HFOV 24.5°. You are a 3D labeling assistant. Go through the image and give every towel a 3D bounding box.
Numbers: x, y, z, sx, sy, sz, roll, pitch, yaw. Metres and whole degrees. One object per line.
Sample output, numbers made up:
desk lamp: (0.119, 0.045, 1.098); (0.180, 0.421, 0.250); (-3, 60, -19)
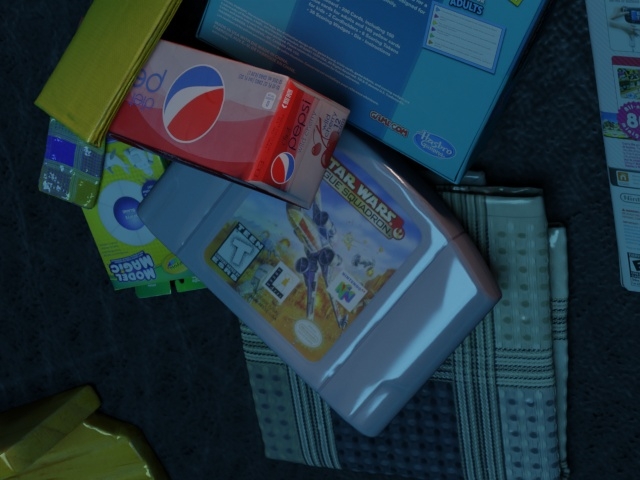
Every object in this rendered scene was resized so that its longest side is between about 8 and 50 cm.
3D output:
towel: (-0.228, -0.071, 1.354); (0.060, 0.009, 0.083); (24, 122, 10)
towel: (-0.151, -0.196, 1.216); (0.102, 0.021, 0.237); (36, 96, 46)
towel: (0.073, 0.080, 1.357); (0.312, 0.056, 0.324); (4, 119, 21)

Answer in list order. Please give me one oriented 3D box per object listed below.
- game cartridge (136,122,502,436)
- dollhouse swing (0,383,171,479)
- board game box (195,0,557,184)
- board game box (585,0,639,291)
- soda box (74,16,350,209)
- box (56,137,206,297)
game cartridge: (0.000, 0.000, 1.266); (0.297, 0.062, 0.198); (43, 115, 10)
dollhouse swing: (-0.315, 0.396, 1.500); (0.315, 0.305, 0.347); (-20, 107, 27)
board game box: (0.069, -0.243, 1.132); (0.253, 0.079, 0.336); (30, 130, 8)
board game box: (0.324, -0.093, 1.088); (0.224, 0.097, 0.303); (9, 130, 31)
soda box: (-0.107, -0.109, 1.216); (0.263, 0.083, 0.092); (21, 89, 40)
box: (-0.167, -0.025, 1.385); (0.105, 0.043, 0.179); (-10, 113, 25)
